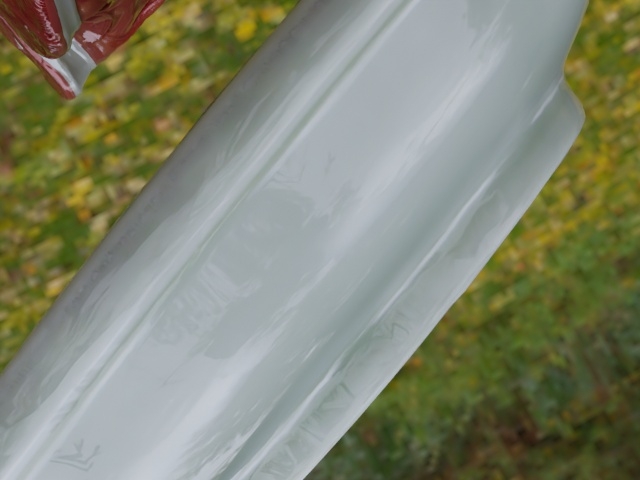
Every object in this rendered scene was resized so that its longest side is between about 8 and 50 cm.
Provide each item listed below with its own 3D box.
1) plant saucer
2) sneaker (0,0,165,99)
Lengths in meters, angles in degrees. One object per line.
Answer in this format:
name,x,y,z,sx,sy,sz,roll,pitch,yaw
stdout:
plant saucer,0.000,0.000,0.705,0.400,0.100,0.400,-51,180,-1
sneaker,-0.100,-0.145,0.818,0.128,0.087,0.221,-45,-178,-7
